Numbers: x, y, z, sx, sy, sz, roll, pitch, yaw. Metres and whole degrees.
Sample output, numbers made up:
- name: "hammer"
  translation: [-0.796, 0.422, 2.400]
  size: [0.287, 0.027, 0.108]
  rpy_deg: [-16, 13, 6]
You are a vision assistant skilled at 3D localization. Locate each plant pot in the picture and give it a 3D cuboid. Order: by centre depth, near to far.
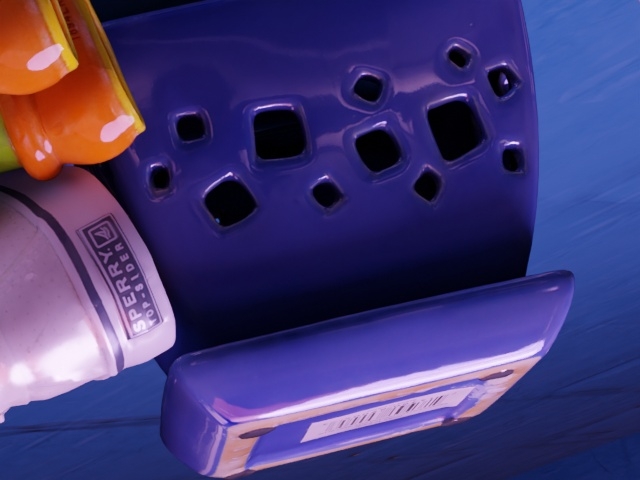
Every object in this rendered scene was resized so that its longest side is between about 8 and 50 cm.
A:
- name: "plant pot"
  translation: [0.000, 0.000, 0.917]
  size: [0.236, 0.212, 0.236]
  rpy_deg: [-12, 165, -11]

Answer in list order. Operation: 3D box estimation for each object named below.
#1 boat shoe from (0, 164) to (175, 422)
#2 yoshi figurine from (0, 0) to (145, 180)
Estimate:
- name: "boat shoe"
  translation: [-0.204, 0.044, 0.874]
  size: [0.156, 0.136, 0.367]
  rpy_deg: [-29, -166, -21]
- name: "yoshi figurine"
  translation: [-0.275, -0.046, 0.725]
  size: [0.362, 0.203, 0.203]
  rpy_deg: [-27, -159, 1]
